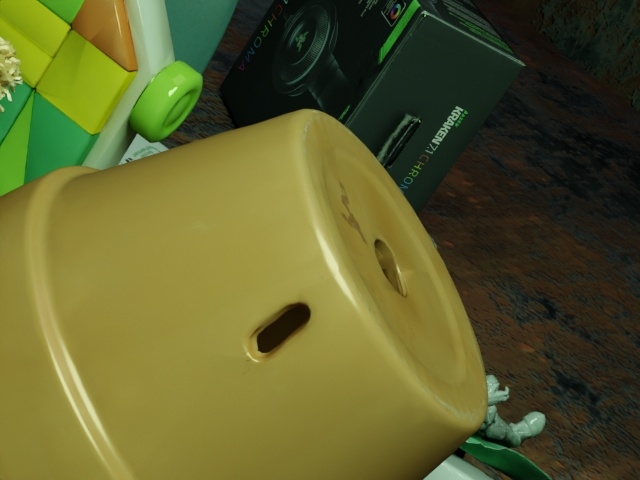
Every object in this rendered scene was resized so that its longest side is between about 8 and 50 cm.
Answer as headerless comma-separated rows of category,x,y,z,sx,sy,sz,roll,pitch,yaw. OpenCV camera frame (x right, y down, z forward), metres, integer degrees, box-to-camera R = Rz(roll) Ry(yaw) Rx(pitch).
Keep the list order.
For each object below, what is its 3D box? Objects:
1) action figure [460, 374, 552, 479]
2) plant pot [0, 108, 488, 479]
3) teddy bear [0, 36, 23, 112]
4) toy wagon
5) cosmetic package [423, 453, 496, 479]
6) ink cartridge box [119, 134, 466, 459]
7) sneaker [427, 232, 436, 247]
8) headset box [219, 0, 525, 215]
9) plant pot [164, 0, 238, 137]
action figure,0.080,0.106,1.163,0.137,0.063,0.232,35,5,31
plant pot,-0.041,0.062,0.946,0.291,0.203,0.291,52,19,-27
teddy bear,-0.318,-0.151,0.923,0.338,0.113,0.245,21,22,-27
toy wagon,-0.205,-0.146,1.100,0.267,0.344,0.068,38,22,9
cosmetic package,0.090,0.192,1.129,0.231,0.085,0.117,34,0,-3
ink cartridge box,-0.039,0.052,1.323,0.371,0.069,0.176,34,20,4
sneaker,-0.016,0.062,1.160,0.083,0.118,0.222,44,49,12
headset box,0.044,-0.154,1.669,0.131,0.246,0.283,23,24,-31
plant pot,-0.158,-0.258,1.604,0.166,0.234,0.165,28,21,-17
